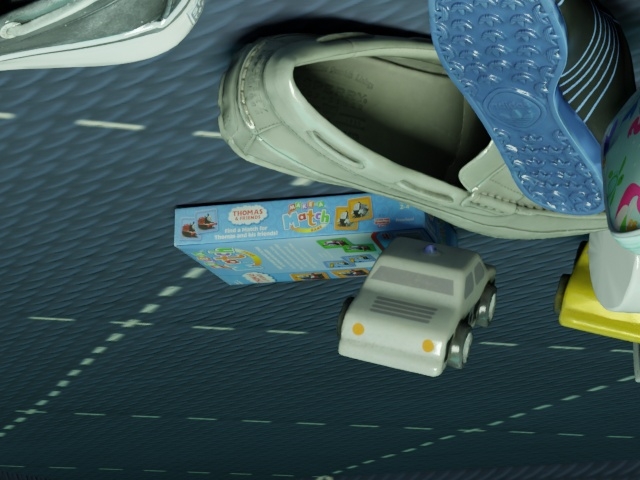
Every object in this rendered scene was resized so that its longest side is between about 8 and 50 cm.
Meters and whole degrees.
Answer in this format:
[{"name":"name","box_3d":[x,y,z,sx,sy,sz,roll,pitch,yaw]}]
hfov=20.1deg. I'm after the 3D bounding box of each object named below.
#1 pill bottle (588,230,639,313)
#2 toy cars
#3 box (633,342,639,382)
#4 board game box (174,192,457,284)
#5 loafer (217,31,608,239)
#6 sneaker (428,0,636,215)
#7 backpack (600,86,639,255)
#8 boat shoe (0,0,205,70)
[{"name":"pill bottle","box_3d":[0.338,0.010,1.383,0.246,0.136,0.136,3,166,-12]},{"name":"toy cars","box_3d":[0.168,0.023,1.444,0.394,0.087,0.176,-6,-157,-32]},{"name":"box","box_3d":[0.427,0.112,1.941,0.137,0.072,0.126,6,165,-22]},{"name":"board game box","box_3d":[0.000,0.000,1.543,0.211,0.039,0.160,-5,166,13]},{"name":"loafer","box_3d":[0.094,-0.064,1.130,0.319,0.112,0.111,7,173,-24]},{"name":"sneaker","box_3d":[0.124,-0.113,1.017,0.081,0.090,0.232,6,148,25]},{"name":"backpack","box_3d":[0.262,-0.026,0.921,0.191,0.253,0.225,29,123,-17]},{"name":"boat shoe","box_3d":[-0.211,-0.122,0.901,0.301,0.108,0.102,-6,166,11]}]
